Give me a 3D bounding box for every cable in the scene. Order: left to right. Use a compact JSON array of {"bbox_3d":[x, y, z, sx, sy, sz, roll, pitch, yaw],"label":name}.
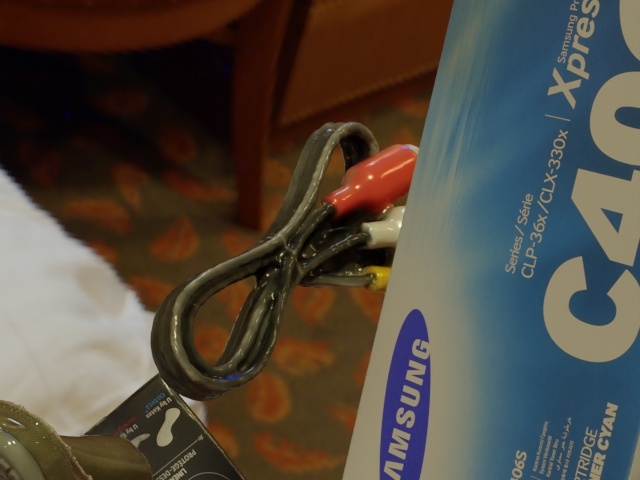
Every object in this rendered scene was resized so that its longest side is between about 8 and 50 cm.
[{"bbox_3d":[0.000,0.000,1.051,0.287,0.072,0.140,-20,91,-55],"label":"cable"}]

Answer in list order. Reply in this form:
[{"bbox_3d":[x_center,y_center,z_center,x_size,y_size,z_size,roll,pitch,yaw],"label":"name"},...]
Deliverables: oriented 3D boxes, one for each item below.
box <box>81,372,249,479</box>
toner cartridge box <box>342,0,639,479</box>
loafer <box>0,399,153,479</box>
[{"bbox_3d":[-0.134,0.227,1.367,0.163,0.247,0.142,-39,78,-9],"label":"box"},{"bbox_3d":[0.121,-0.002,0.803,0.075,0.348,0.165,8,7,-43],"label":"toner cartridge box"},{"bbox_3d":[-0.163,0.151,1.102,0.094,0.251,0.087,27,70,18],"label":"loafer"}]
